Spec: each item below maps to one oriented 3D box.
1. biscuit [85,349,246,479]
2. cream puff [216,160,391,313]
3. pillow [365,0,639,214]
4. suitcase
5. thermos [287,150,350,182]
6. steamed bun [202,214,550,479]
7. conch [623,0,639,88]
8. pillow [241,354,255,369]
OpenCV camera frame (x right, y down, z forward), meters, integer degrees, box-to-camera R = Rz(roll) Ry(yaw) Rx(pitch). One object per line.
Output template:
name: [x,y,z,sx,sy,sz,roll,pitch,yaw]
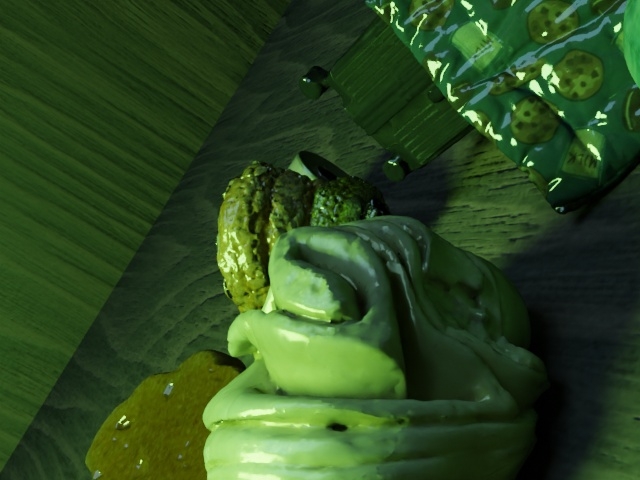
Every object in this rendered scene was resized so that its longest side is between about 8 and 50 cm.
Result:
biscuit: [-0.173,0.287,1.264,0.381,0.074,0.359,-42,31,31]
cream puff: [0.000,0.000,1.258,0.169,0.183,0.183,-6,40,22]
pillow: [0.172,-0.165,0.939,0.189,0.255,0.034,-46,-14,25]
suitcase: [0.162,-0.230,1.148,0.229,0.152,0.335,-50,8,-37]
thermos: [-0.028,-0.001,1.473,0.193,0.105,0.137,-55,-21,17]
steamed bun: [0.017,0.116,0.879,0.276,0.203,0.289,-28,33,60]
conch: [0.274,-0.149,0.741,0.202,0.134,0.196,-35,34,59]
pillow: [-0.034,0.102,1.396,0.217,0.033,0.130,-51,19,18]
